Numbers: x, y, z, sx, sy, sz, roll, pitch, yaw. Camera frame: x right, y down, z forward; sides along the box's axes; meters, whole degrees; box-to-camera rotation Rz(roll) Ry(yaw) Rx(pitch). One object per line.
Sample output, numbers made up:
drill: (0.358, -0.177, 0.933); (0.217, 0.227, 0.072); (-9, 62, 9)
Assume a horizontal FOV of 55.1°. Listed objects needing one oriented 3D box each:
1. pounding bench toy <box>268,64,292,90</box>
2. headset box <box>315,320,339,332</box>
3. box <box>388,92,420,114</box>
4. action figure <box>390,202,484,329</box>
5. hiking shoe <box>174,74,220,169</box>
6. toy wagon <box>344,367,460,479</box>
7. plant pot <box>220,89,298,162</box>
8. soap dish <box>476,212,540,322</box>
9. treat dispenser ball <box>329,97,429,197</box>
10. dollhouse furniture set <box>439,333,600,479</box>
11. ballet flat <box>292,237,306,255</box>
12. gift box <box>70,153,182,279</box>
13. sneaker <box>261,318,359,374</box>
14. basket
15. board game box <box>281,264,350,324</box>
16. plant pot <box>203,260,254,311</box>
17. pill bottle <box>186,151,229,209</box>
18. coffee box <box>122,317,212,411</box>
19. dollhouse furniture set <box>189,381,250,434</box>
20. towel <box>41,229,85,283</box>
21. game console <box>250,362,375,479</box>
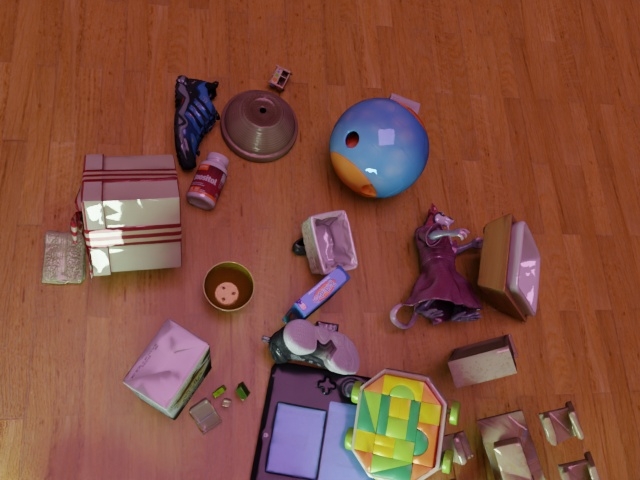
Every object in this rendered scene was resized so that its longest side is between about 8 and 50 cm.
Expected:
pounding bench toy: (-0.125, -0.506, 1.927); (0.052, 0.083, 0.065); (27, 99, 0)
headset box: (0.014, 0.269, 1.694); (0.062, 0.032, 0.083); (9, 70, -9)
box: (0.246, -0.390, 1.939); (0.102, 0.101, 0.087); (20, 68, -5)
action figure: (0.341, 0.068, 1.794); (0.276, 0.248, 0.370); (-23, 57, 24)
hiking shoe: (-0.357, -0.347, 1.783); (0.132, 0.113, 0.304); (0, 71, -12)
toy wagon: (0.194, 0.497, 1.512); (0.267, 0.068, 0.344); (7, 85, 19)
plant pot: (-0.177, -0.361, 1.831); (0.237, 0.110, 0.237); (4, 71, -12)
soap dish: (0.544, 0.084, 1.759); (0.118, 0.291, 0.228); (0, 67, 31)
treat dispenser ball: (0.169, -0.266, 1.778); (0.288, 0.288, 0.288); (4, 70, -11)
dollhouse furniture set: (0.475, 0.469, 1.603); (0.362, 0.256, 0.394); (-19, 83, 16)
ballet flat: (0.000, 0.000, 1.775); (0.173, 0.049, 0.057); (-23, 74, -19)
gift box: (-0.490, -0.049, 1.557); (0.258, 0.276, 0.255); (-3, 32, -16)
sneaker: (-0.027, 0.286, 1.615); (0.269, 0.153, 0.101); (32, 55, -34)
basket: (0.020, 0.011, 1.708); (0.113, 0.103, 0.167); (-11, 86, -25)
board game box: (-0.015, 0.157, 1.631); (0.160, 0.210, 0.047); (-39, 84, -21)
plant pot: (-0.249, 0.134, 1.648); (0.134, 0.095, 0.134); (4, 70, -12)
pill bottle: (-0.316, -0.171, 1.745); (0.086, 0.086, 0.152); (20, 68, -5)
coffee box: (-0.352, 0.314, 1.454); (0.119, 0.297, 0.168); (32, 68, 3)
dollhouse furniture set: (-0.259, 0.422, 1.585); (0.152, 0.058, 0.076); (-34, 89, -2)
towel: (-0.676, 0.043, 1.622); (0.110, 0.027, 0.148); (0, 71, -14)
game console: (0.009, 0.531, 1.588); (0.342, 0.060, 0.386); (13, 68, -8)
